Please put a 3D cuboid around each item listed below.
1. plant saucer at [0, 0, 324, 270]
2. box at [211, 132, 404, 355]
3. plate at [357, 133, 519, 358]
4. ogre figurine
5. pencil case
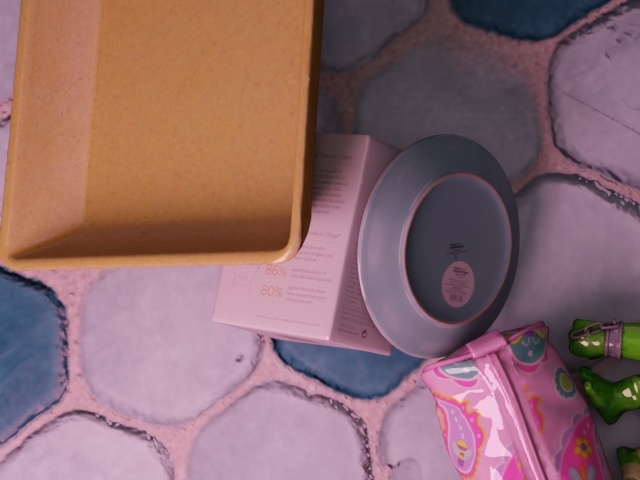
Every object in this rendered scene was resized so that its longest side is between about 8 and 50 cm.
[{"bbox_3d":[-0.118,-0.137,1.223,0.333,0.081,0.332,-2,81,37],"label":"plant saucer"},{"bbox_3d":[0.000,0.000,1.216,0.130,0.091,0.170,7,82,39],"label":"box"},{"bbox_3d":[0.107,0.006,1.200,0.024,0.188,0.188,7,80,49],"label":"plate"},{"bbox_3d":[0.291,0.142,1.197,0.118,0.097,0.197,-25,69,15],"label":"ogre figurine"},{"bbox_3d":[0.185,0.211,1.181,0.124,0.124,0.284,-22,80,2],"label":"pencil case"}]
